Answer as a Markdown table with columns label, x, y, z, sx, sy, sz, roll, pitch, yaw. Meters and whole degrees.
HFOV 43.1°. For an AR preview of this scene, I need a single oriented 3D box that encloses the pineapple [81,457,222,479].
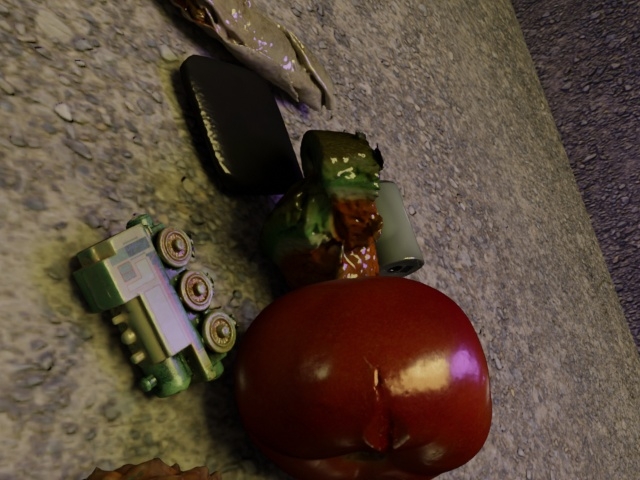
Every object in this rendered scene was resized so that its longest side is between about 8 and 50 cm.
| label | x | y | z | sx | sy | sz | roll | pitch | yaw |
| --- | --- | --- | --- | --- | --- | --- | --- | --- | --- |
| pineapple | -0.080 | 0.308 | 0.704 | 0.357 | 0.223 | 0.223 | 29 | 45 | -58 |

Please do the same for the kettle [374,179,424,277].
| label | x | y | z | sx | sy | sz | roll | pitch | yaw |
| --- | --- | --- | --- | --- | --- | --- | --- | --- | --- |
| kettle | 0.090 | -0.014 | 1.322 | 0.098 | 0.127 | 0.148 | 80 | -4 | -70 |

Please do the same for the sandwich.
| label | x | y | z | sx | sy | sz | roll | pitch | yaw |
| --- | --- | --- | --- | --- | --- | --- | --- | --- | --- |
| sandwich | 0.000 | 0.000 | 1.087 | 0.250 | 0.162 | 0.301 | -111 | -167 | -69 |

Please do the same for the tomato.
| label | x | y | z | sx | sy | sz | roll | pitch | yaw |
| --- | --- | --- | --- | --- | --- | --- | --- | --- | --- |
| tomato | 0.047 | 0.158 | 0.933 | 0.298 | 0.298 | 0.226 | 34 | 41 | -43 |

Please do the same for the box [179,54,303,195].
| label | x | y | z | sx | sy | sz | roll | pitch | yaw |
| --- | --- | --- | --- | --- | --- | --- | --- | --- | --- |
| box | -0.106 | -0.157 | 1.137 | 0.212 | 0.042 | 0.201 | -8 | 76 | -61 |

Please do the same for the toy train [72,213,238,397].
| label | x | y | z | sx | sy | sz | roll | pitch | yaw |
| --- | --- | --- | --- | --- | --- | --- | --- | --- | --- |
| toy train | -0.169 | 0.072 | 0.841 | 0.125 | 0.081 | 0.194 | -33 | 101 | -50 |

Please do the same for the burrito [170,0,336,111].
| label | x | y | z | sx | sy | sz | roll | pitch | yaw |
| --- | --- | --- | --- | --- | --- | --- | --- | --- | --- |
| burrito | -0.098 | -0.303 | 1.211 | 0.392 | 0.076 | 0.117 | 28 | 35 | -50 |
